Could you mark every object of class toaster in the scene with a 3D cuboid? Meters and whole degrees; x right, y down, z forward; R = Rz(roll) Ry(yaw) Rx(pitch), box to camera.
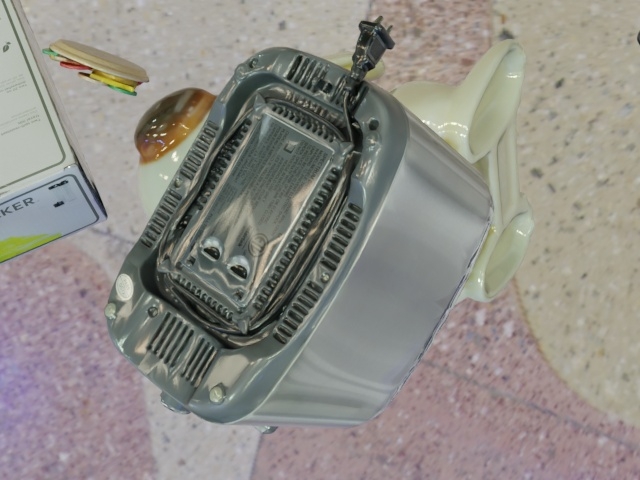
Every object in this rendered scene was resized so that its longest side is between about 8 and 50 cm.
[{"bbox_3d":[0.000,0.000,0.633,0.129,0.146,0.227,31,93,35],"label":"toaster"}]

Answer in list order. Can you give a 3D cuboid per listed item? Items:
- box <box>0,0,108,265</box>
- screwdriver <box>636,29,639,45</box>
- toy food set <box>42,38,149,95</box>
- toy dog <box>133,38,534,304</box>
[{"bbox_3d":[-0.306,-0.114,0.957,0.169,0.087,0.290,-25,60,-6],"label":"box"},{"bbox_3d":[0.245,-0.072,0.700,0.024,0.025,0.170,-43,60,23],"label":"screwdriver"},{"bbox_3d":[-0.173,-0.135,0.899,0.083,0.082,0.020,20,100,-9],"label":"toy food set"},{"bbox_3d":[-0.010,-0.045,1.288,0.408,0.395,0.284,11,139,29],"label":"toy dog"}]
